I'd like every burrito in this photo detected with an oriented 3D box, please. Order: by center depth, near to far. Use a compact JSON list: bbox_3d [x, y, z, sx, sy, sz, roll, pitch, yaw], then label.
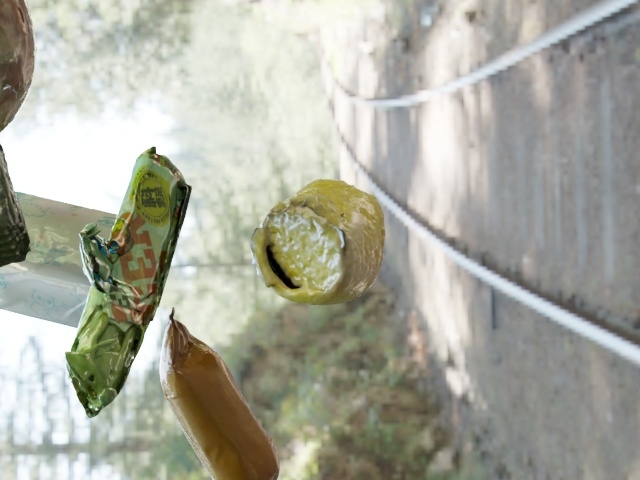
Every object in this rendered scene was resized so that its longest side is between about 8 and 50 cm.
[{"bbox_3d":[-0.177,0.019,1.182,0.104,0.054,0.288,55,-145,-41],"label":"burrito"}]

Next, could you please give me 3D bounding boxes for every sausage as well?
[{"bbox_3d":[-0.169,0.247,2.039,0.328,0.112,0.112,62,-172,-18],"label":"sausage"}]

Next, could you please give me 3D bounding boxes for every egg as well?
[{"bbox_3d":[-0.388,-0.204,1.381,0.195,0.195,0.233,-93,11,-66],"label":"egg"}]

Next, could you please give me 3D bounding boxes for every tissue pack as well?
[{"bbox_3d":[-0.423,0.033,2.186,0.201,0.271,0.124,-62,-21,-44],"label":"tissue pack"}]

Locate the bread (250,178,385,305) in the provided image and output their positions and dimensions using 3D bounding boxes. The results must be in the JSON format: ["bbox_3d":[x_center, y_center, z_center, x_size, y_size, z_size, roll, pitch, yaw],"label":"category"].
[{"bbox_3d":[-0.001,0.003,2.030,0.170,0.197,0.197,-8,-83,-65],"label":"bread"}]

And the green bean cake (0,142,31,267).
[{"bbox_3d":[-0.483,-0.060,1.931,0.181,0.094,0.173,96,157,-68],"label":"green bean cake"}]

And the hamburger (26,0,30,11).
[{"bbox_3d":[-0.580,-0.382,1.938,0.445,0.268,0.287,46,-169,2],"label":"hamburger"}]
